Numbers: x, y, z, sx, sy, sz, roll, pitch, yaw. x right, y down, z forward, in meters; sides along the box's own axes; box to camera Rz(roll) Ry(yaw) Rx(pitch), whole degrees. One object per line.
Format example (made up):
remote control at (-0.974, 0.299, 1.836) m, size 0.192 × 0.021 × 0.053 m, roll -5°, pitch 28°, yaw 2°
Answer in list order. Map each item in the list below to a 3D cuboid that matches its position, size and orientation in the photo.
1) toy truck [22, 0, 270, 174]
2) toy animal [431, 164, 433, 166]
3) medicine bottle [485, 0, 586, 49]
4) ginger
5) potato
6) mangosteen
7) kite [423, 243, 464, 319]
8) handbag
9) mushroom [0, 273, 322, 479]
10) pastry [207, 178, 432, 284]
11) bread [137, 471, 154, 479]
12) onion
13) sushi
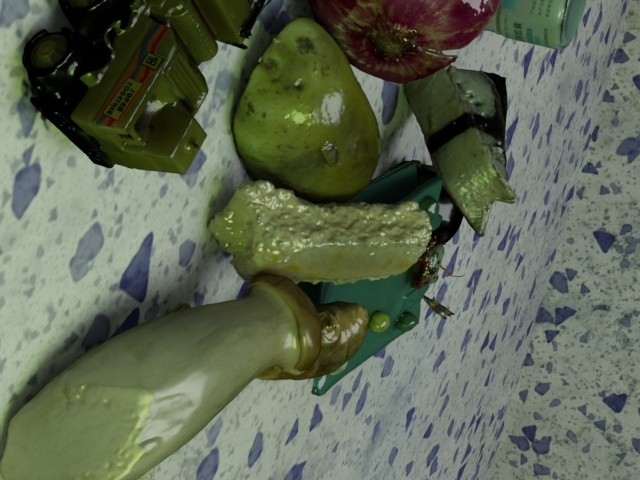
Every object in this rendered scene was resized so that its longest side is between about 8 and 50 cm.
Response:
toy truck at (-0.115, -0.182, 0.750) m, size 0.257 × 0.127 × 0.127 m, roll -67°, pitch 156°, yaw -18°
toy animal at (0.180, -0.048, 1.576) m, size 0.083 × 0.089 × 0.150 m, roll -73°, pitch 169°, yaw -65°
medicine bottle at (0.329, -0.387, 1.512) m, size 0.135 × 0.168 × 0.135 m, roll -48°, pitch 149°, yaw -41°
ginger at (-0.057, 0.113, 1.087) m, size 0.295 × 0.086 × 0.131 m, roll 9°, pitch 144°, yaw -46°
potato at (0.007, -0.113, 1.055) m, size 0.160 × 0.111 × 0.271 m, roll -52°, pitch 156°, yaw -13°
mangosteen at (0.155, -0.062, 1.462) m, size 0.137 × 0.137 × 0.151 m, roll 66°, pitch 14°, yaw -58°
kite at (0.138, 0.068, 1.487) m, size 0.244 × 0.198 × 0.006 m, roll 31°, pitch 34°, yaw -35°
handbag at (0.067, 0.057, 1.297) m, size 0.274 × 0.100 × 0.268 m, roll -25°, pitch 132°, yaw -40°
mushroom at (-0.139, 0.132, 0.900) m, size 0.350 × 0.128 × 0.128 m, roll -24°, pitch 131°, yaw -39°
pastry at (0.004, -0.004, 1.052) m, size 0.258 × 0.089 × 0.121 m, roll 4°, pitch 136°, yaw -35°
bread at (-0.208, 0.281, 1.017) m, size 0.070 × 0.035 × 0.083 m, roll -42°, pitch 147°, yaw -46°
onion at (0.080, -0.277, 1.011) m, size 0.201 × 0.207 × 0.200 m, roll -7°, pitch 105°, yaw -27°
sushi at (0.194, -0.143, 1.349) m, size 0.109 × 0.134 × 0.272 m, roll 40°, pitch 43°, yaw -51°
